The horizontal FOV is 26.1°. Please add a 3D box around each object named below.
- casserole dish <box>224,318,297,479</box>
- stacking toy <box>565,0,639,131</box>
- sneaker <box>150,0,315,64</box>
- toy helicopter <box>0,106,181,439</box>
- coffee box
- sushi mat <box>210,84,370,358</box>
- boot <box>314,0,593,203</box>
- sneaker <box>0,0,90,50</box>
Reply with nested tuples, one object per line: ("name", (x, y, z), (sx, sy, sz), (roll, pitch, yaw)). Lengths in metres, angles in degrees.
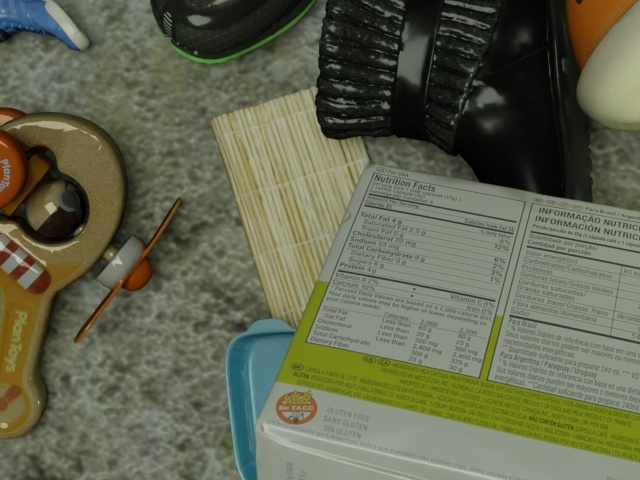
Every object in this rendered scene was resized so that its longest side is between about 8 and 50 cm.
("casserole dish", (-0.036, 0.172, 1.410), (0.114, 0.037, 0.188), (-6, 91, 24))
("stacking toy", (0.285, -0.370, 1.242), (0.350, 0.350, 0.480), (-31, 72, 7))
("sneaker", (-0.012, -0.389, 1.355), (0.185, 0.202, 0.483), (39, 94, 10))
("toy helicopter", (-0.284, 0.044, 1.437), (0.235, 0.140, 0.355), (12, 104, -6))
("coffee box", (0.154, 0.183, 1.178), (0.338, 0.334, 0.338), (11, 132, 11))
("sushi mat", (0.000, 0.000, 1.432), (0.151, 0.019, 0.317), (-19, 85, 8))
("boot", (0.124, -0.097, 1.348), (0.260, 0.131, 0.348), (1, 77, 1))
("sneaker", (-0.320, -0.231, 1.474), (0.152, 0.058, 0.084), (42, 89, 13))
